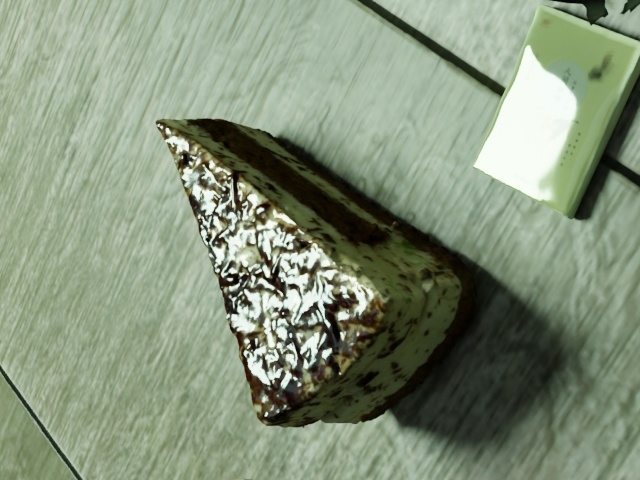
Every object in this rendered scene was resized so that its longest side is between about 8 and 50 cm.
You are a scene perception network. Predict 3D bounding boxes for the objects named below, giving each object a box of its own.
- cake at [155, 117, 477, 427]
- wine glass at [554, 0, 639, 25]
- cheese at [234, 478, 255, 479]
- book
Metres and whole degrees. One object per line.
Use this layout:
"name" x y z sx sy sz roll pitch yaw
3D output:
"cake" 0.000 -0.012 0.739 0.135 0.112 0.246 -37 62 32
"wine glass" 0.074 -0.275 0.607 0.238 0.238 0.323 -57 47 25
"cheese" -0.022 0.277 0.774 0.249 0.071 0.163 34 111 36
"book" 0.142 -0.078 0.675 0.077 0.014 0.111 34 111 37
